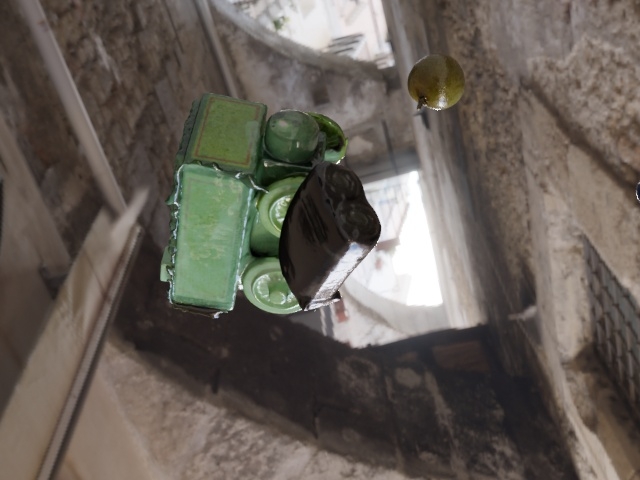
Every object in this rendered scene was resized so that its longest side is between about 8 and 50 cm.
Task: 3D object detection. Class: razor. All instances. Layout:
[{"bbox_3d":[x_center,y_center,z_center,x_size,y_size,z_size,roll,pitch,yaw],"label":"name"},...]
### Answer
[{"bbox_3d":[0.000,0.000,0.712,0.054,0.148,0.090,-12,-115,-25],"label":"razor"}]

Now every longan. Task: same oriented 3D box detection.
[{"bbox_3d":[0.141,-0.193,0.989,0.075,0.075,0.083,19,-117,48],"label":"longan"}]

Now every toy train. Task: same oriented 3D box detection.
[{"bbox_3d":[-0.076,-0.034,0.889,0.188,0.271,0.159,9,-135,-5],"label":"toy train"}]

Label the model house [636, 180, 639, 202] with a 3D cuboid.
[{"bbox_3d":[0.374,-0.056,0.555,0.329,0.295,0.251,-45,175,-12],"label":"model house"}]
